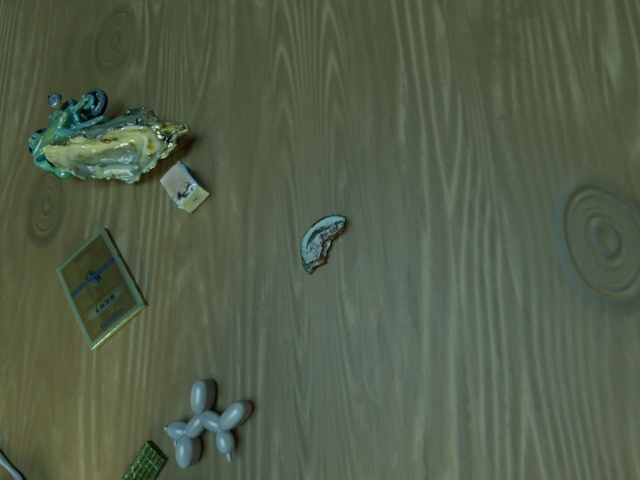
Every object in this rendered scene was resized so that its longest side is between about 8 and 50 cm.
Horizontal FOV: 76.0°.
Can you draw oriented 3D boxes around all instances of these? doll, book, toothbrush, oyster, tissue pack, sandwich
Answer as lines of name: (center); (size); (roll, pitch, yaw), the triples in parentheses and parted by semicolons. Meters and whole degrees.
doll: (-0.226, 0.362, 0.796); (0.160, 0.059, 0.160); (18, 82, 20)
book: (-0.527, 0.110, 0.975); (0.170, 0.018, 0.242); (-40, 69, 5)
toothbrush: (-0.689, 0.537, 0.926); (0.204, 0.022, 0.017); (27, 99, 22)
oyster: (-0.469, -0.230, 0.977); (0.341, 0.166, 0.110); (-24, 31, 10)
tissue pack: (-0.311, -0.123, 0.936); (0.074, 0.058, 0.094); (-44, 68, 6)
sandwich: (-0.002, 0.001, 0.822); (0.067, 0.029, 0.135); (29, 88, 23)

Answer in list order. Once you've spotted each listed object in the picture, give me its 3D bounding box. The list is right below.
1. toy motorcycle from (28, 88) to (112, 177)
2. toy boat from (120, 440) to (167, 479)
toy motorcycle: (-0.653, -0.266, 1.055); (0.296, 0.109, 0.199); (-29, 67, 18)
toy boat: (-0.366, 0.476, 0.837); (0.063, 0.016, 0.115); (33, 89, 23)
